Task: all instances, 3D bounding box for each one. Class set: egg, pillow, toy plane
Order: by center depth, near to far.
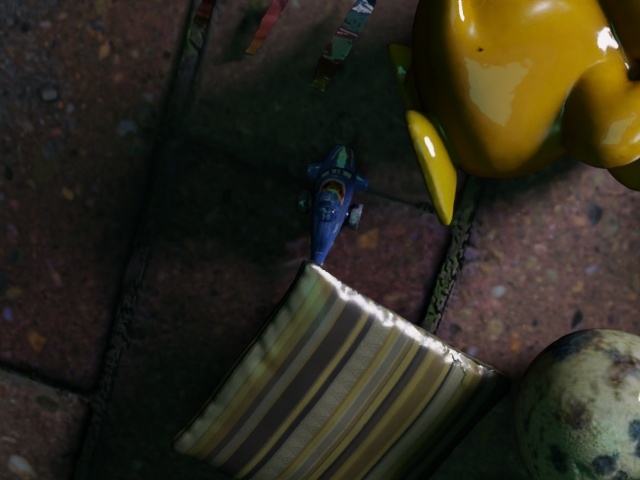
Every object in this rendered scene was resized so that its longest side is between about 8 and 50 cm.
[{"bbox_3d":[0.224,0.154,0.812,0.141,0.141,0.182,-23,109,12],"label":"egg"},{"bbox_3d":[0.000,0.000,0.842,0.054,0.062,0.167,15,116,3],"label":"toy plane"},{"bbox_3d":[0.016,0.141,0.868,0.212,0.052,0.208,31,110,-19],"label":"pillow"}]

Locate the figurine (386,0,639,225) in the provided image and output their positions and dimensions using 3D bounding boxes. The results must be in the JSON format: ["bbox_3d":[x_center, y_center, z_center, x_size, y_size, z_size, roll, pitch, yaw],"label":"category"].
[{"bbox_3d":[0.165,-0.125,0.727,0.228,0.215,0.215,-1,105,-7],"label":"figurine"}]

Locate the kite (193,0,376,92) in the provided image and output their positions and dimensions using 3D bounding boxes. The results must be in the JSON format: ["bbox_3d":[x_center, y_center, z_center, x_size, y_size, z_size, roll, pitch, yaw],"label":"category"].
[{"bbox_3d":[0.035,-0.293,0.781,0.204,0.022,0.360,26,105,0],"label":"kite"}]
